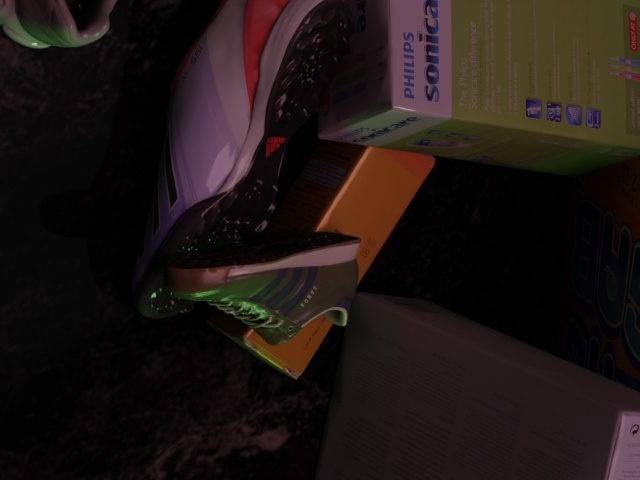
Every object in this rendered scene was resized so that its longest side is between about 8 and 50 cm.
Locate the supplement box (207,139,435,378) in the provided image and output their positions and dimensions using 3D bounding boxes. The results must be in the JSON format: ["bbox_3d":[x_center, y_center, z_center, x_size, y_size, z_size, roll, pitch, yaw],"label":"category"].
[{"bbox_3d":[0.000,0.000,1.710,0.078,0.080,0.233,38,79,-35],"label":"supplement box"}]

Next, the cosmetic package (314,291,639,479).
[{"bbox_3d":[0.137,0.229,1.683,0.097,0.377,0.284,8,99,-36],"label":"cosmetic package"}]

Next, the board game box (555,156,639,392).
[{"bbox_3d":[0.436,0.098,1.793,0.356,0.356,0.356,2,105,-8],"label":"board game box"}]

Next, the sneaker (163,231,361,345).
[{"bbox_3d":[-0.043,0.048,1.602,0.192,0.064,0.086,-10,106,-39],"label":"sneaker"}]

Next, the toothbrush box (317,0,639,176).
[{"bbox_3d":[0.145,-0.180,1.676,0.283,0.122,0.206,6,77,-32],"label":"toothbrush box"}]

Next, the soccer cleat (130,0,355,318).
[{"bbox_3d":[-0.088,-0.084,1.623,0.109,0.116,0.318,-1,123,-58],"label":"soccer cleat"}]

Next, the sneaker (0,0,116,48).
[{"bbox_3d":[-0.159,-0.266,1.494,0.099,0.121,0.262,14,95,-38],"label":"sneaker"}]
